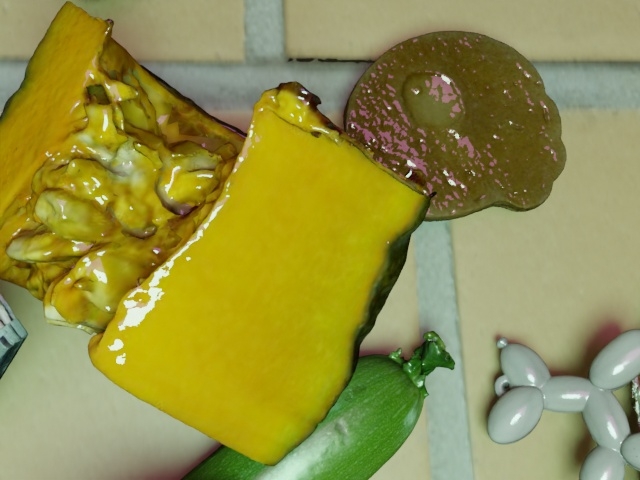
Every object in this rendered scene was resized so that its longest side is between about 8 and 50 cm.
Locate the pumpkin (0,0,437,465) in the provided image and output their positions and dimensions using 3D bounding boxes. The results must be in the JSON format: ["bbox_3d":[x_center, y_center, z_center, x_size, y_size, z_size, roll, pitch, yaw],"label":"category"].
[{"bbox_3d":[-0.093,-0.008,0.529,0.303,0.256,0.225,32,85,30],"label":"pumpkin"}]

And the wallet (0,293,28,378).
[{"bbox_3d":[-0.281,0.073,0.516,0.119,0.232,0.025,51,43,3],"label":"wallet"}]

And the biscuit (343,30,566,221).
[{"bbox_3d":[0.122,-0.104,0.676,0.208,0.049,0.181,-11,82,-9],"label":"biscuit"}]

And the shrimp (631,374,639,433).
[{"bbox_3d":[0.351,0.189,0.654,0.154,0.062,0.294,-9,85,-20],"label":"shrimp"}]

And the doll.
[{"bbox_3d":[0.223,0.146,0.621,0.160,0.059,0.161,-22,69,9],"label":"doll"}]

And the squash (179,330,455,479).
[{"bbox_3d":[-0.043,0.196,0.579,0.378,0.101,0.101,-34,86,-12],"label":"squash"}]
